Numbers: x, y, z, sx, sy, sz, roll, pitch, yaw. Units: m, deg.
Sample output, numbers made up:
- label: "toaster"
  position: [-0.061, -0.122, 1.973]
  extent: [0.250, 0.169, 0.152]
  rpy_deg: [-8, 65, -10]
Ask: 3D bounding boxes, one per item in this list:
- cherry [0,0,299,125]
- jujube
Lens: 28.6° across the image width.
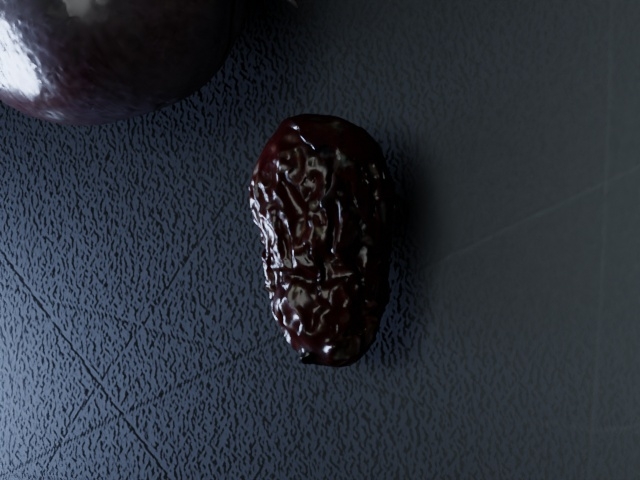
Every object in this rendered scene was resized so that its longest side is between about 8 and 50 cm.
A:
- label: "cherry"
  position: [-0.154, -0.187, 0.886]
  extent: [0.266, 0.183, 0.213]
  rpy_deg: [-21, 72, 27]
- label: "jujube"
  position: [0.001, 0.000, 0.831]
  extent: [0.104, 0.104, 0.166]
  rpy_deg: [5, 95, 32]
